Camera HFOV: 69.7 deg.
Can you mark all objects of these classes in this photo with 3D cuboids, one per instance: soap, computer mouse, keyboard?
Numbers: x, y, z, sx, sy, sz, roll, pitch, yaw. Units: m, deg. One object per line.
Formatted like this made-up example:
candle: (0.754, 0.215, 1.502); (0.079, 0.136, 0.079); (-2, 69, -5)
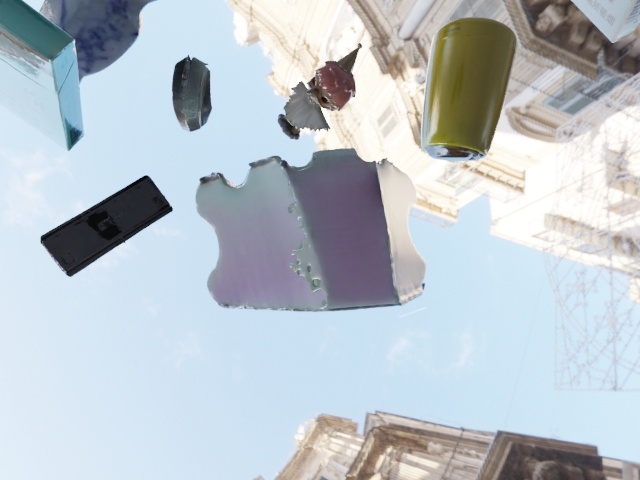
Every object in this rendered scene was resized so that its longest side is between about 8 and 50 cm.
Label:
soap: (0.000, 0.000, 0.626); (0.261, 0.446, 0.156); (-4, -93, 3)
computer mouse: (-0.403, -0.452, 1.412); (0.126, 0.071, 0.232); (7, -78, 16)
keyboard: (-0.399, -0.030, 0.873); (0.230, 0.025, 0.094); (-37, -84, -23)

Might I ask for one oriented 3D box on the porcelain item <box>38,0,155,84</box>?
porcelain item: (-0.663, -0.643, 1.336); (0.405, 0.242, 0.179); (-37, -120, 16)

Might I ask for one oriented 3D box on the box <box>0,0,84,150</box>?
box: (-0.355, -0.204, 0.522); (0.162, 0.229, 0.042); (37, -114, -14)

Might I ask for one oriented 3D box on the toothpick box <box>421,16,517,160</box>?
toothpick box: (0.304, -0.304, 0.976); (0.174, 0.175, 0.272); (10, -90, -15)

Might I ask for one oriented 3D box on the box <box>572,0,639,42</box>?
box: (0.201, -0.223, 0.296); (0.024, 0.167, 0.090); (-24, -116, 1)

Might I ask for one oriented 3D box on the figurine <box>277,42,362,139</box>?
figurine: (0.010, -0.491, 1.536); (0.166, 0.386, 0.207); (-12, -108, -52)
